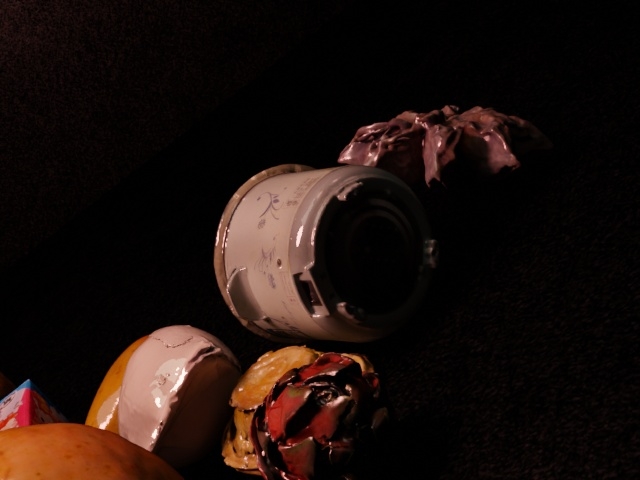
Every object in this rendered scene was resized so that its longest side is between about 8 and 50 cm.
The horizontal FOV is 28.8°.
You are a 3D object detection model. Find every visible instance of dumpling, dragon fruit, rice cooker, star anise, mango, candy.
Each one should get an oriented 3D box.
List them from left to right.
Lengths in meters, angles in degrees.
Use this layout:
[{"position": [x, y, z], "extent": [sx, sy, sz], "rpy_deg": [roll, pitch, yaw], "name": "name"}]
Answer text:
[{"position": [-0.450, 0.353, 1.985], "extent": [0.100, 0.157, 0.306], "rpy_deg": [-38, 19, 0], "name": "candy"}, {"position": [-0.299, 0.248, 2.021], "extent": [0.138, 0.113, 0.253], "rpy_deg": [-19, 29, 44], "name": "mango"}, {"position": [-0.218, 0.250, 1.802], "extent": [0.341, 0.181, 0.260], "rpy_deg": [11, 72, 61], "name": "dumpling"}, {"position": [0.000, 0.021, 1.785], "extent": [0.316, 0.264, 0.317], "rpy_deg": [-25, 17, 8], "name": "rice cooker"}, {"position": [0.009, 0.221, 1.466], "extent": [0.188, 0.182, 0.182], "rpy_deg": [-7, 35, 37], "name": "dragon fruit"}, {"position": [0.191, -0.146, 1.903], "extent": [0.331, 0.118, 0.332], "rpy_deg": [-7, 16, 2], "name": "star anise"}]

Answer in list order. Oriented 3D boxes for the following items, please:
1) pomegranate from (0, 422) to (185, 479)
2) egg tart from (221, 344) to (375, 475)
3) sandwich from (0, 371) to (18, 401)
[{"position": [-0.274, 0.402, 1.307], "extent": [0.410, 0.410, 0.410], "rpy_deg": [-33, 20, 14], "name": "pomegranate"}, {"position": [-0.040, 0.214, 1.668], "extent": [0.241, 0.106, 0.241], "rpy_deg": [-29, 20, 12], "name": "egg tart"}, {"position": [-0.603, 0.306, 2.198], "extent": [0.155, 0.198, 0.227], "rpy_deg": [-10, 15, 20], "name": "sandwich"}]
